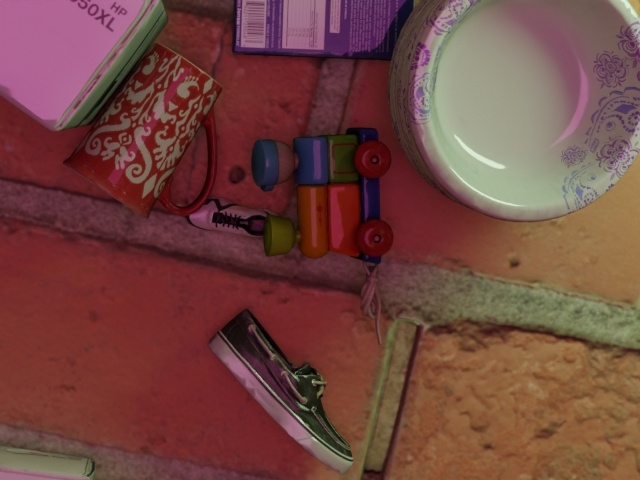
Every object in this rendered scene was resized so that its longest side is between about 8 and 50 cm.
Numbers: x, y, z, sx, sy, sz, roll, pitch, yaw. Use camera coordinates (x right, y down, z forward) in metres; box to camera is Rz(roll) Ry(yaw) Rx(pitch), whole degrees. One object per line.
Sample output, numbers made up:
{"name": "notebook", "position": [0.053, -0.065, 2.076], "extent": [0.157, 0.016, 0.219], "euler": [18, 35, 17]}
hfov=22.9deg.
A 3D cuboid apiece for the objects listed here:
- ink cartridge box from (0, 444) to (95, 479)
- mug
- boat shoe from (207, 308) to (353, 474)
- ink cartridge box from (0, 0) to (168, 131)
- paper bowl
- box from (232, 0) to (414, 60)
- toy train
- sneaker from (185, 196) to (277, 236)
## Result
{"name": "ink cartridge box", "position": [-0.348, 0.350, 1.788], "extent": [0.158, 0.092, 0.218], "euler": [8, 93, -5]}
{"name": "mug", "position": [-0.182, -0.117, 1.761], "extent": [0.150, 0.113, 0.169], "euler": [35, 87, -47]}
{"name": "boat shoe", "position": [-0.031, 0.173, 1.801], "extent": [0.070, 0.078, 0.219], "euler": [-43, 95, 2]}
{"name": "ink cartridge box", "position": [-0.313, -0.255, 1.579], "extent": [0.285, 0.395, 0.166], "euler": [36, 91, -6]}
{"name": "paper bowl", "position": [0.211, -0.169, 1.737], "extent": [0.284, 0.148, 0.284], "euler": [-3, 102, -15]}
{"name": "box", "position": [0.014, -0.273, 1.782], "extent": [0.225, 0.036, 0.136], "euler": [2, 96, -4]}
{"name": "toy train", "position": [0.000, 0.000, 1.762], "extent": [0.143, 0.105, 0.248], "euler": [-3, 96, -15]}
{"name": "sneaker", "position": [-0.100, -0.026, 1.795], "extent": [0.109, 0.044, 0.040], "euler": [6, 97, -3]}
